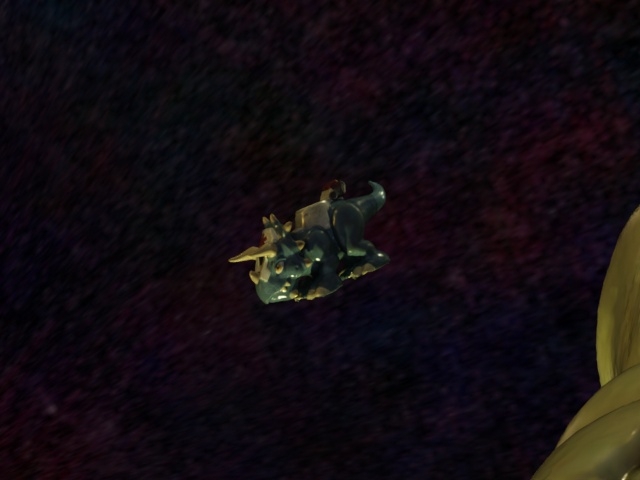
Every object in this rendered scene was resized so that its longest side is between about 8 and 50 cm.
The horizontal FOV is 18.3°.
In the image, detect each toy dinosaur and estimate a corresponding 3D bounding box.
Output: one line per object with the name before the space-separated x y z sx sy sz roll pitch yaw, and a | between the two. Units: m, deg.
toy dinosaur | 0.000 0.000 0.933 0.083 0.030 0.047 -25 95 -23

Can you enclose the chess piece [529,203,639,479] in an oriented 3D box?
chess piece | 0.196 0.084 0.846 0.234 0.234 0.442 54 27 -2
